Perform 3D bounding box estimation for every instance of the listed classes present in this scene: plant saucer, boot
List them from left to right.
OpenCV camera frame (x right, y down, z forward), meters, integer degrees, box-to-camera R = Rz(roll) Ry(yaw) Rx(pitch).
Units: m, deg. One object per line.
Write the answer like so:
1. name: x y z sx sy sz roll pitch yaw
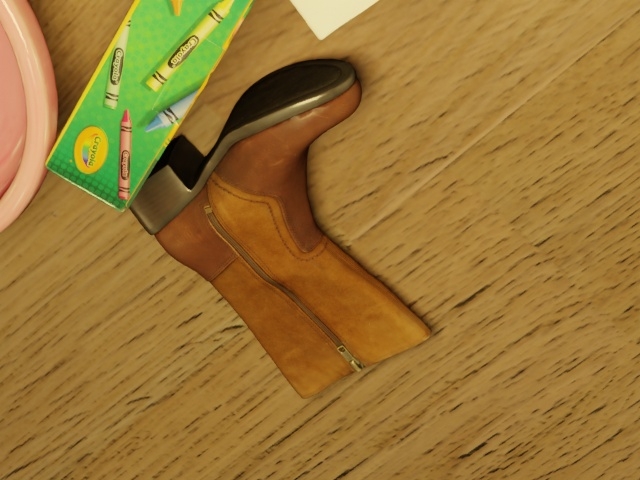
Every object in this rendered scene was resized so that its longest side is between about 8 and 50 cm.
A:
1. plant saucer: -0.361 -0.149 1.523 0.332 0.084 0.332 10 119 19
2. boot: 0.000 0.000 1.572 0.264 0.096 0.280 -33 111 25

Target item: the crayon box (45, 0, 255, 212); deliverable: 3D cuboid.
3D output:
1. crayon box: -0.112 -0.178 1.445 0.081 0.165 0.278 30 121 -8

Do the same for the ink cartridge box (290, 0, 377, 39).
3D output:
1. ink cartridge box: 0.022 -0.329 1.283 0.197 0.198 0.270 -32 100 31
